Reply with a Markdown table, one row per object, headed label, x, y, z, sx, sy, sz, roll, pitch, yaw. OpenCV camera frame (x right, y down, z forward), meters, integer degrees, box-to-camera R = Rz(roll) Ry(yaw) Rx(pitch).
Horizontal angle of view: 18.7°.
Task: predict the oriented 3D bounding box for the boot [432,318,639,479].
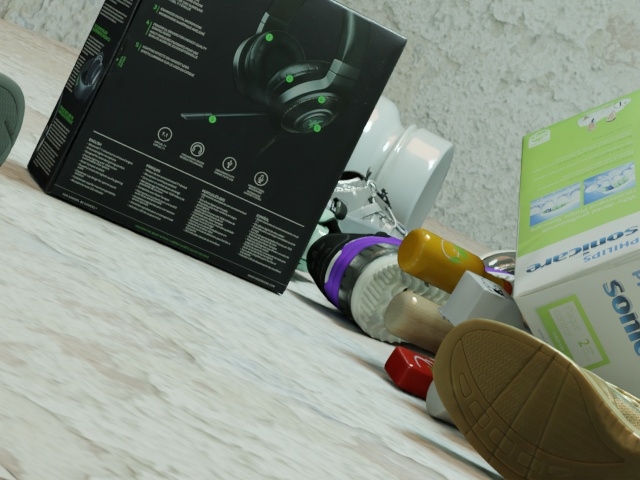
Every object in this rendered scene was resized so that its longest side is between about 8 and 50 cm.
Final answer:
| label | x | y | z | sx | sy | sz | roll | pitch | yaw |
| --- | --- | --- | --- | --- | --- | --- | --- | --- | --- |
| boot | 0.213 | 0.149 | 1.414 | 0.262 | 0.095 | 0.203 | 32 | 7 | 17 |

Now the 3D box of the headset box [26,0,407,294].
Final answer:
| label | x | y | z | sx | sy | sz | roll | pitch | yaw |
| --- | --- | --- | --- | --- | --- | --- | --- | --- | --- |
| headset box | -0.093 | -0.134 | 1.765 | 0.246 | 0.283 | 0.131 | 23 | 6 | -21 |

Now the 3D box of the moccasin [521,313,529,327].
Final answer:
| label | x | y | z | sx | sy | sz | roll | pitch | yaw |
| --- | --- | --- | --- | --- | --- | --- | --- | --- | --- |
| moccasin | 0.323 | 0.151 | 1.856 | 0.380 | 0.139 | 0.147 | 15 | 17 | -17 |

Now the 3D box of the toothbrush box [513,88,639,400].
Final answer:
| label | x | y | z | sx | sy | sz | roll | pitch | yaw |
| --- | --- | --- | --- | --- | --- | --- | --- | --- | --- |
| toothbrush box | 0.257 | 0.036 | 1.605 | 0.206 | 0.122 | 0.283 | 60 | 19 | -24 |

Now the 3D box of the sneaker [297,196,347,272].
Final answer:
| label | x | y | z | sx | sy | sz | roll | pitch | yaw |
| --- | --- | --- | --- | --- | --- | --- | --- | --- | --- |
| sneaker | -0.072 | -0.039 | 1.918 | 0.151 | 0.094 | 0.256 | 22 | -1 | 33 |

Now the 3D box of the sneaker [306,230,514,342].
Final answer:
| label | x | y | z | sx | sy | sz | roll | pitch | yaw |
| --- | --- | --- | --- | --- | --- | --- | --- | --- | --- |
| sneaker | 0.100 | 0.047 | 1.897 | 0.293 | 0.102 | 0.146 | 21 | 6 | -45 |

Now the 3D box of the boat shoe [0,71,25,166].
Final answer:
| label | x | y | z | sx | sy | sz | roll | pitch | yaw |
| --- | --- | --- | --- | --- | --- | --- | --- | --- | --- |
| boat shoe | -0.345 | -0.131 | 1.464 | 0.103 | 0.118 | 0.320 | 22 | -2 | 27 |

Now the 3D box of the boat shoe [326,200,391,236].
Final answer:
| label | x | y | z | sx | sy | sz | roll | pitch | yaw |
| --- | --- | --- | --- | --- | --- | --- | --- | --- | --- |
| boat shoe | 0.000 | 0.000 | 2.147 | 0.226 | 0.083 | 0.076 | 33 | -18 | 39 |

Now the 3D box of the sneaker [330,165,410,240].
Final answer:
| label | x | y | z | sx | sy | sz | roll | pitch | yaw |
| --- | --- | --- | --- | --- | --- | --- | --- | --- | --- |
| sneaker | 0.054 | -0.030 | 2.391 | 0.281 | 0.115 | 0.105 | 26 | 5 | -25 |

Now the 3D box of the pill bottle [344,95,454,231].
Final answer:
| label | x | y | z | sx | sy | sz | roll | pitch | yaw |
| --- | --- | --- | --- | --- | --- | --- | --- | --- | --- |
| pill bottle | -0.020 | -0.130 | 2.571 | 0.361 | 0.204 | 0.204 | 27 | 5 | 10 |

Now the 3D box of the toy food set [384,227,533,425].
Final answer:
| label | x | y | z | sx | sy | sz | roll | pitch | yaw |
| --- | --- | --- | --- | --- | --- | --- | --- | --- | --- |
| toy food set | 0.128 | 0.088 | 1.555 | 0.104 | 0.111 | 0.232 | 25 | 12 | -26 |

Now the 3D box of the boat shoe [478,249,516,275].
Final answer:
| label | x | y | z | sx | sy | sz | roll | pitch | yaw |
| --- | --- | --- | --- | --- | --- | --- | --- | --- | --- |
| boat shoe | 0.314 | 0.099 | 2.418 | 0.335 | 0.112 | 0.095 | 26 | -1 | -40 |
